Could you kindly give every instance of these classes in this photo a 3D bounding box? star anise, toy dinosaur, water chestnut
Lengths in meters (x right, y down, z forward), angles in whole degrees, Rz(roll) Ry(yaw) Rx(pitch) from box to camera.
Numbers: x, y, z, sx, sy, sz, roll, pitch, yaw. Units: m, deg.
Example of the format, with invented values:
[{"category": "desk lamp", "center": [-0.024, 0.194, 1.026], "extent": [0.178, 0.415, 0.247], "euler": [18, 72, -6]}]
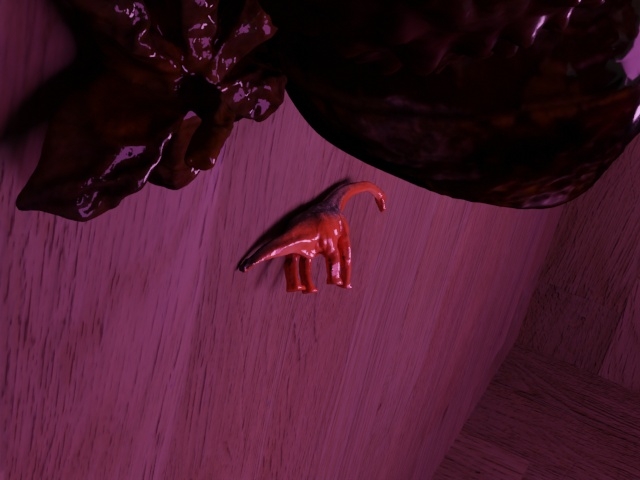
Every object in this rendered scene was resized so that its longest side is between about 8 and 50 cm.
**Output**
[{"category": "star anise", "center": [-0.082, -0.093, 0.674], "extent": [0.196, 0.111, 0.213], "euler": [68, 39, -78]}, {"category": "toy dinosaur", "center": [0.006, 0.000, 1.155], "extent": [0.279, 0.055, 0.102], "euler": [-16, 105, -67]}, {"category": "water chestnut", "center": [0.113, -0.200, 0.819], "extent": [0.335, 0.335, 0.347], "euler": [-47, 139, -50]}]

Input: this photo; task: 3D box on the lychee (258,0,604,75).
[{"category": "lychee", "center": [0.043, -0.230, 0.531], "extent": [0.330, 0.306, 0.306], "euler": [-105, -146, -75]}]
